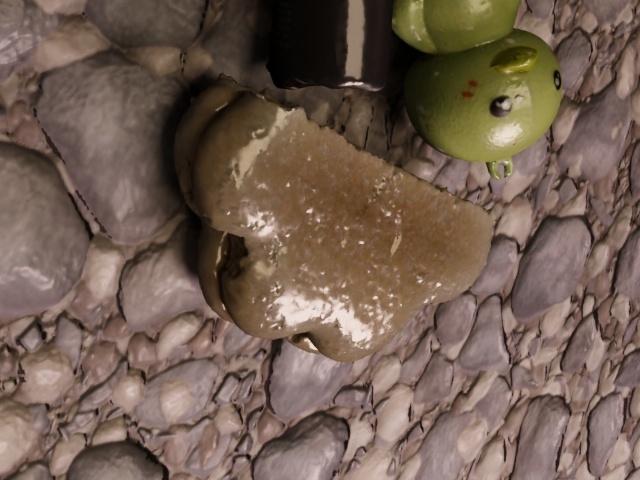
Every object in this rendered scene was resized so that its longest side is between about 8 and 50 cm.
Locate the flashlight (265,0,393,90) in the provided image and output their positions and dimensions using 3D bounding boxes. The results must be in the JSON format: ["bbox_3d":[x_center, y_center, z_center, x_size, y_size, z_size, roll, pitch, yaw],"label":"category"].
[{"bbox_3d":[0.017,-0.320,1.146,0.103,0.103,0.424,-12,113,-42],"label":"flashlight"}]

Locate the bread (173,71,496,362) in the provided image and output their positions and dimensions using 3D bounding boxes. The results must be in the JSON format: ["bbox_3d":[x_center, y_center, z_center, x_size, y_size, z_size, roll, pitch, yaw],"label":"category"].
[{"bbox_3d":[0.004,0.000,1.252,0.337,0.102,0.183,23,89,-46],"label":"bread"}]

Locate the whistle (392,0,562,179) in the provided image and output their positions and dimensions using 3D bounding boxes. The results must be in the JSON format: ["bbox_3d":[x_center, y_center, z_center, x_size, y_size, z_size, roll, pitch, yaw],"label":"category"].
[{"bbox_3d":[0.126,-0.186,1.279,0.141,0.141,0.294,-31,124,-33],"label":"whistle"}]
